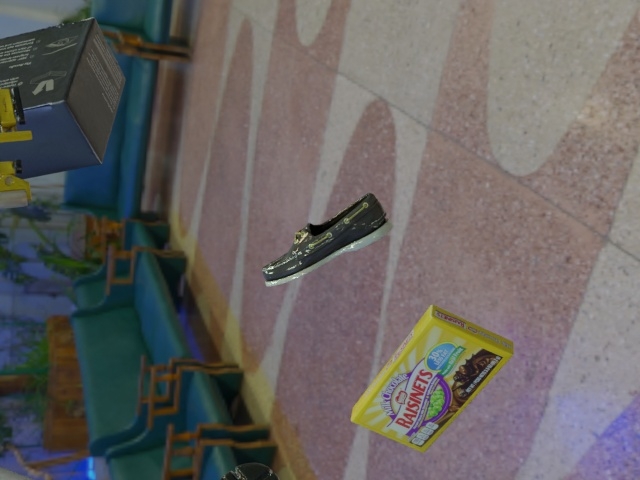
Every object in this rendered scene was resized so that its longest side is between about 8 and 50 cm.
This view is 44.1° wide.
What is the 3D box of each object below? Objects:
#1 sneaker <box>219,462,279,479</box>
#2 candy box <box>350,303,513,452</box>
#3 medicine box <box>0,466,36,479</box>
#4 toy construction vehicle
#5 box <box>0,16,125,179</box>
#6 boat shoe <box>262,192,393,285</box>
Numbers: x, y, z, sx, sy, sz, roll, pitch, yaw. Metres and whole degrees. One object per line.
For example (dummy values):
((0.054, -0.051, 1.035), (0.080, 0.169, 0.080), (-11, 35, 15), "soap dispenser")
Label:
((-0.095, 0.299, 0.683), (0.081, 0.208, 0.094), (30, 156, 33), "sneaker")
((0.125, 0.166, 0.921), (0.206, 0.105, 0.027), (-60, 6, 37), "candy box")
((-0.119, 0.235, 0.274), (0.149, 0.289, 0.264), (86, -158, -55), "medicine box")
((-0.267, -0.065, 0.611), (0.035, 0.085, 0.098), (-35, 70, 63), "toy construction vehicle")
((-0.318, -0.154, 0.881), (0.093, 0.155, 0.158), (70, -165, -45), "box")
((0.000, 0.000, 1.251), (0.069, 0.227, 0.081), (61, -167, -11), "boat shoe")
